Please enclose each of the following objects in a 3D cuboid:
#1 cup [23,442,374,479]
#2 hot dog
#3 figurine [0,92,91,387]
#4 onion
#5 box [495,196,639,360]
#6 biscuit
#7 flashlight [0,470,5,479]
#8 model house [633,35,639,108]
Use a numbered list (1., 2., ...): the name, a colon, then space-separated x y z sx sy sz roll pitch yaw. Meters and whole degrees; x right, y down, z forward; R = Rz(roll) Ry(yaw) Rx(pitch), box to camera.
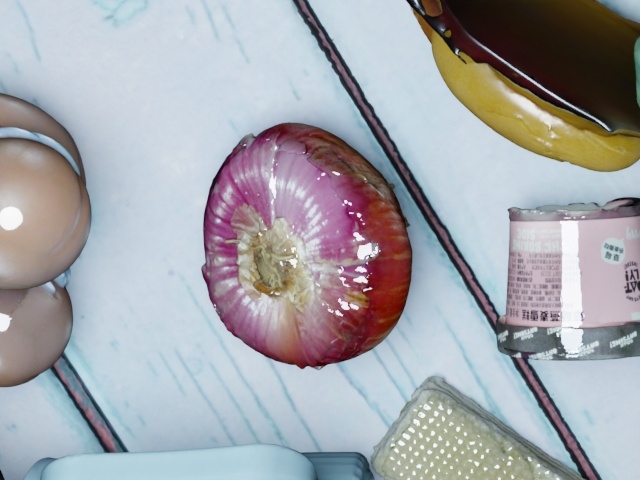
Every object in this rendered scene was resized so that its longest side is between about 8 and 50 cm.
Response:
1. cup: -0.104 0.291 1.249 0.311 0.257 0.331 -4 112 6
2. hot dog: 0.188 -0.162 1.205 0.326 0.194 0.107 47 144 18
3. figurine: -0.378 -0.064 1.229 0.388 0.248 0.277 21 142 -1
4. onion: 0.000 0.000 1.245 0.230 0.163 0.230 14 113 36
5. box: 0.231 0.031 1.223 0.151 0.151 0.135 -2 92 7
6. biscuit: 0.171 0.235 1.307 0.239 0.062 0.108 34 103 -1
7. flashlight: -0.303 0.338 1.279 0.103 0.103 0.424 -4 128 8
8. model house: 0.303 -0.278 1.079 0.245 0.312 0.280 24 138 -1
